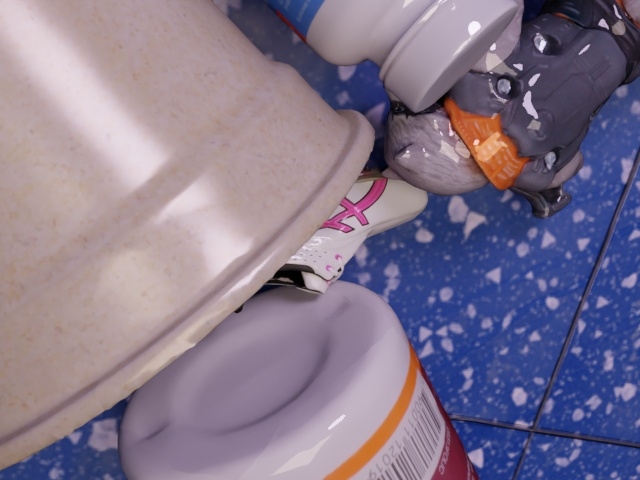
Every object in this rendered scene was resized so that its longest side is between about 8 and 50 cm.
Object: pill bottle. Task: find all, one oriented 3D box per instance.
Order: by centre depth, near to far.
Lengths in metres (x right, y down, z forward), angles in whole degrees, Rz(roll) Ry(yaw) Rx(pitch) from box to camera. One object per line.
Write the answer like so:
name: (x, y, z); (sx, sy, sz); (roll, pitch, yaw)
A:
pill bottle: (0.012, -0.187, 0.668); (0.124, 0.124, 0.221); (-44, 83, 0)
pill bottle: (0.031, 0.245, 0.838); (0.224, 0.224, 0.392); (-30, 116, -7)

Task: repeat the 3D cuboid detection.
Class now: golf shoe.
golf shoe: (0.000, 0.000, 0.808); (0.186, 0.067, 0.086); (-16, 74, -17)

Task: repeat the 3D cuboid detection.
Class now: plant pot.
plant pot: (-0.191, -0.088, 0.615); (0.334, 0.334, 0.305); (-38, 105, -3)

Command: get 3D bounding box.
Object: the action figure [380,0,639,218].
action figure: (0.153, -0.173, 0.757); (0.330, 0.178, 0.341); (-47, 114, 0)
